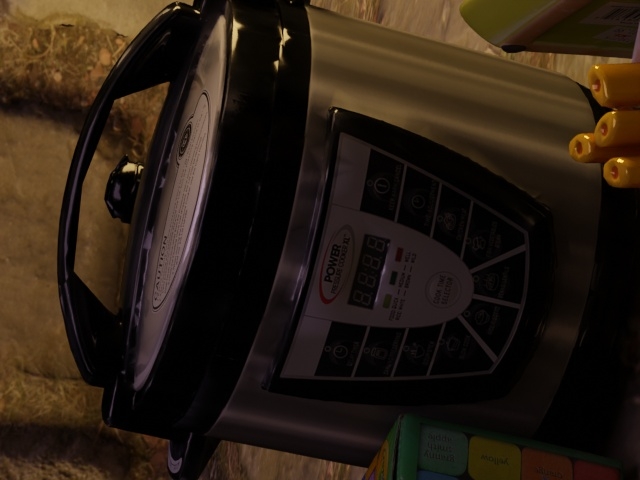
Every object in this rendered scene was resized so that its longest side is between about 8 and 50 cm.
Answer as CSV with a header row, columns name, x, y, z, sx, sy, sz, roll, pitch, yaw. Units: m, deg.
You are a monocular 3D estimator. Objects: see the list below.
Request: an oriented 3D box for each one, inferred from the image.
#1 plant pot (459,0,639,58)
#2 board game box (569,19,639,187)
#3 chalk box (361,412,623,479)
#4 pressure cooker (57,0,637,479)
name,x,y,z,sx,sy,sz,roll,pitch,yaw
plant pot,0.214,-0.240,0.980,0.227,0.228,0.207,152,118,-70
board game box,0.247,-0.126,0.650,0.390,0.050,0.390,-125,35,-55
chalk box,0.113,0.253,1.089,0.289,0.180,0.179,114,168,-50
pressure cooker,-0.002,0.001,1.215,0.375,0.420,0.370,118,161,-45
